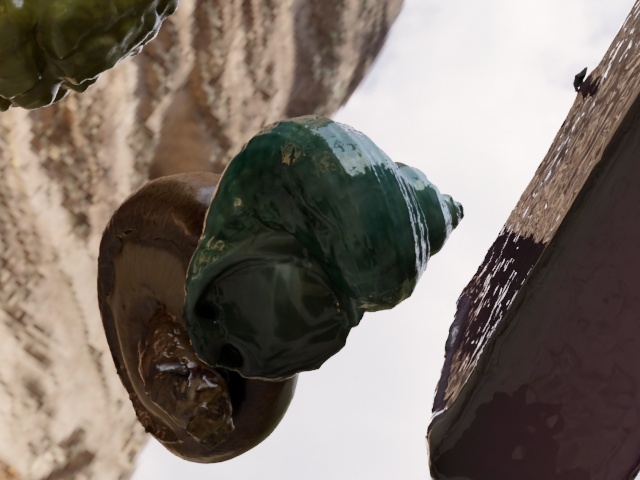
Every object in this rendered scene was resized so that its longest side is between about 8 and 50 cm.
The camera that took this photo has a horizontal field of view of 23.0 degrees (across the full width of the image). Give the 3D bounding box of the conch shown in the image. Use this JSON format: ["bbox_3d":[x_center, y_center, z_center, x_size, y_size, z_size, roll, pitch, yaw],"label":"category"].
[{"bbox_3d":[0.003,-0.001,1.180,0.202,0.134,0.196,-1,-57,12],"label":"conch"}]

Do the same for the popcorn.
[{"bbox_3d":[-0.235,-0.241,1.314,0.224,0.258,0.270,23,-78,20],"label":"popcorn"}]

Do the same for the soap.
[{"bbox_3d":[0.169,-0.021,0.841,0.107,0.285,0.296,28,-68,2],"label":"soap"}]

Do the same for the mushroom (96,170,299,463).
[{"bbox_3d":[-0.113,0.076,1.510,0.163,0.278,0.297,-7,-49,-22],"label":"mushroom"}]
